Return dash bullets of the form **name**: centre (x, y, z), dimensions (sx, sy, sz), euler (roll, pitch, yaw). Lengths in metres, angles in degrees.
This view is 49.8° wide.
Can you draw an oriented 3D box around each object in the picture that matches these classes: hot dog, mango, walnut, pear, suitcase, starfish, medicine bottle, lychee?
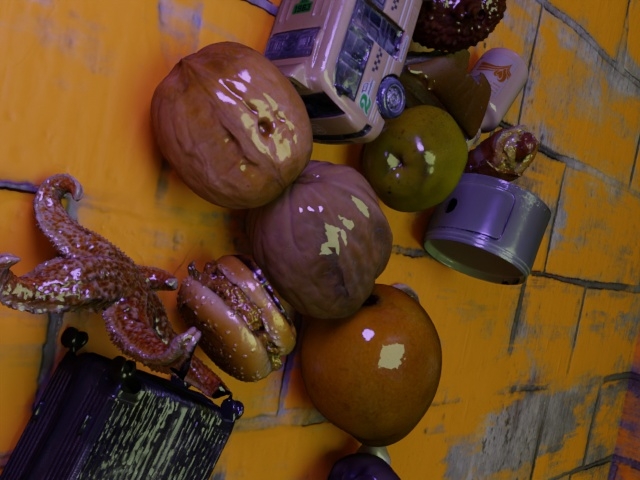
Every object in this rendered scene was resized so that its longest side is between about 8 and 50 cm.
- **hot dog**: centre (0.364, -0.160, 1.443), dimensions (0.146, 0.213, 0.103), euler (-24, 81, -34)
- **mango**: centre (0.101, 0.234, 1.236), dimensions (0.264, 0.221, 0.378), euler (-47, 143, -26)
- **walnut**: centre (-0.116, -0.150, 0.914), dimensions (0.195, 0.195, 0.221), euler (-51, 124, -27)
- **walnut**: centre (0.000, 0.000, 1.065), dimensions (0.225, 0.225, 0.261), euler (-53, 137, -25)
- **pear**: centre (0.171, -0.146, 1.236), dimensions (0.198, 0.198, 0.198), euler (-15, 110, -46)
- **suitcase**: centre (-0.278, 0.314, 0.880), dimensions (0.230, 0.152, 0.334), euler (36, 74, -45)
- **starfish**: centre (-0.227, 0.064, 0.787), dimensions (0.113, 0.303, 0.312), euler (-46, 138, 2)
- **medicine bottle**: centre (0.334, -0.285, 1.439), dimensions (0.252, 0.114, 0.114), euler (-54, 134, -24)
- **lychee**: centre (0.220, -0.419, 1.189), dimensions (0.200, 0.238, 0.200), euler (-7, 119, -13)

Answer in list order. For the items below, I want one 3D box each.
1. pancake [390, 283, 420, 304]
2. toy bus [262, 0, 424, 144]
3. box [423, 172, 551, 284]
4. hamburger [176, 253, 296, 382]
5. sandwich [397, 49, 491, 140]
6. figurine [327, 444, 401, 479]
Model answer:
- **pancake**: centre (0.159, 0.156, 1.420), dimensions (0.140, 0.022, 0.139), euler (-15, 111, -45)
- **toy bus**: centre (0.039, -0.340, 1.054), dimensions (0.202, 0.177, 0.365), euler (26, 76, -45)
- **box**: centre (0.342, -0.020, 1.428), dimensions (0.226, 0.226, 0.149), euler (38, 71, -46)
- **hamburger**: centre (-0.122, 0.118, 0.986), dimensions (0.118, 0.182, 0.191), euler (-34, 157, -17)
- **sandwich**: centre (0.210, -0.296, 1.287), dimensions (0.236, 0.122, 0.128), euler (37, 69, -48)
- **figurine**: centre (0.001, 0.523, 1.250), dimensions (0.365, 0.206, 0.217), euler (-8, 99, -24)
